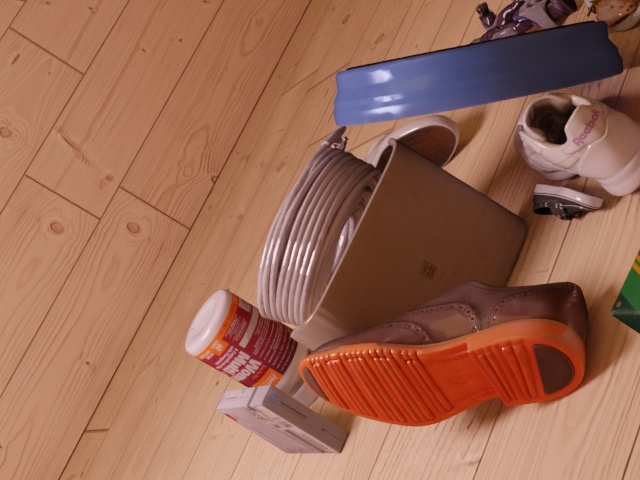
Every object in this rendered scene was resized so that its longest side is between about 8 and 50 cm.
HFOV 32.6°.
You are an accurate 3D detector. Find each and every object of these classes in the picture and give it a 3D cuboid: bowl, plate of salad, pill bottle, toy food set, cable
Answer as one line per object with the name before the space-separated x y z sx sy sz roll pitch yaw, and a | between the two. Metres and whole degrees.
bowl | 0.207 -0.229 1.481 0.391 0.391 0.077 -164 62 -72
plate of salad | 0.397 -0.390 1.530 0.048 0.200 0.200 -16 12 -13
pill bottle | -0.100 0.182 1.787 0.121 0.221 0.121 -49 19 24
toy food set | 0.120 0.043 1.441 0.306 0.220 0.092 -64 16 -18
cable | 0.000 0.000 1.518 0.257 0.089 0.257 -54 -19 -49

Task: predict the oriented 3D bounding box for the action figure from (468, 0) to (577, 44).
action figure | 0.300 -0.348 1.829 0.285 0.099 0.185 -45 26 43

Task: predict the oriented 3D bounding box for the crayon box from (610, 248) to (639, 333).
crayon box | 0.415 -0.001 0.956 0.202 0.081 0.318 -62 18 -13

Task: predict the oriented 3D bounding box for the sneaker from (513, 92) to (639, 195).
sneaker | 0.306 -0.145 1.375 0.114 0.152 0.305 -60 16 1

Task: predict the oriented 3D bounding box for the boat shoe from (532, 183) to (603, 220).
boat shoe | 0.310 -0.045 1.378 0.142 0.049 0.040 -154 77 -74

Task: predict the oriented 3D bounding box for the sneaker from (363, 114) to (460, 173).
sneaker | 0.147 -0.168 1.909 0.290 0.106 0.123 -35 31 54

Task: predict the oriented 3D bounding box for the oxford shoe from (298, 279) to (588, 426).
oxford shoe | 0.144 0.127 1.290 0.364 0.130 0.132 -9 36 30

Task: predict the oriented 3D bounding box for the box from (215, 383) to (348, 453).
box | -0.062 0.274 1.658 0.186 0.145 0.038 -24 35 61
